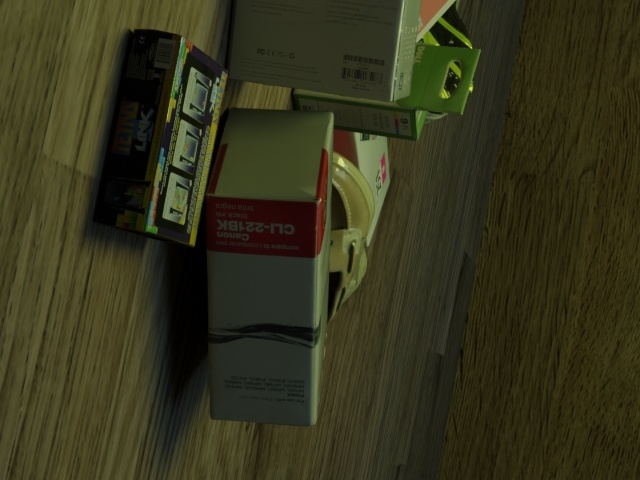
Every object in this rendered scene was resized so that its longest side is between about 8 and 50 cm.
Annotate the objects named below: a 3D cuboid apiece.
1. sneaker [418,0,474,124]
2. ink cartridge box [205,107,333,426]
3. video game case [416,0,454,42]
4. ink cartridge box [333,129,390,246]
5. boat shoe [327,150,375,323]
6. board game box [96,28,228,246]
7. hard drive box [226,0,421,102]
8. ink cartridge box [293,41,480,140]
[{"bbox_3d":[0.121,-0.340,1.957,0.147,0.145,0.384,-28,-127,54],"label":"sneaker"},{"bbox_3d":[-0.049,0.027,1.436,0.197,0.114,0.272,-82,174,-59],"label":"ink cartridge box"},{"bbox_3d":[0.113,-0.419,1.766,0.204,0.025,0.285,-50,129,-42],"label":"video game case"},{"bbox_3d":[0.031,-0.082,1.869,0.275,0.060,0.238,82,22,-51],"label":"ink cartridge box"},{"bbox_3d":[0.000,0.000,1.709,0.302,0.109,0.098,86,26,-56],"label":"boat shoe"},{"bbox_3d":[-0.137,-0.087,1.228,0.141,0.048,0.170,28,72,-77],"label":"board game box"},{"bbox_3d":[0.011,-0.269,1.414,0.089,0.181,0.232,-34,133,-71],"label":"hard drive box"},{"bbox_3d":[0.082,-0.185,1.685,0.062,0.209,0.109,77,27,-51],"label":"ink cartridge box"}]
